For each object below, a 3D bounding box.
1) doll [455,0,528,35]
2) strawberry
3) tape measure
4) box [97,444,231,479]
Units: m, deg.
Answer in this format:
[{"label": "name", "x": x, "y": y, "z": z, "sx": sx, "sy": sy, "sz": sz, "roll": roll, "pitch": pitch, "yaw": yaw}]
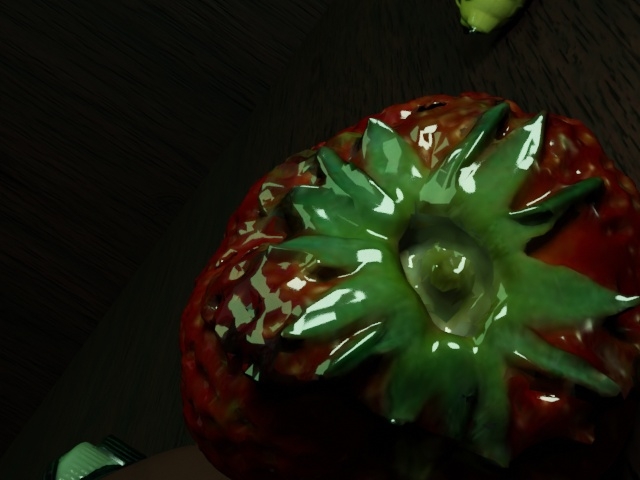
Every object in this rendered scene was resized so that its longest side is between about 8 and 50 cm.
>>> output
[{"label": "doll", "x": 0.238, "y": -0.346, "z": 1.263, "sx": 0.291, "sy": 0.086, "sz": 0.117, "roll": -57, "pitch": 17, "yaw": 8}, {"label": "strawberry", "x": 0.054, "y": 0.052, "z": 0.674, "sx": 0.288, "sy": 0.250, "sz": 0.239, "roll": 82, "pitch": -151, "yaw": -70}, {"label": "tape measure", "x": -0.267, "y": 0.299, "z": 1.284, "sx": 0.235, "sy": 0.115, "sz": 0.207, "roll": -55, "pitch": -11, "yaw": -36}, {"label": "box", "x": -0.144, "y": 0.279, "z": 0.920, "sx": 0.263, "sy": 0.108, "sz": 0.404, "roll": -27, "pitch": 10, "yaw": -10}]
